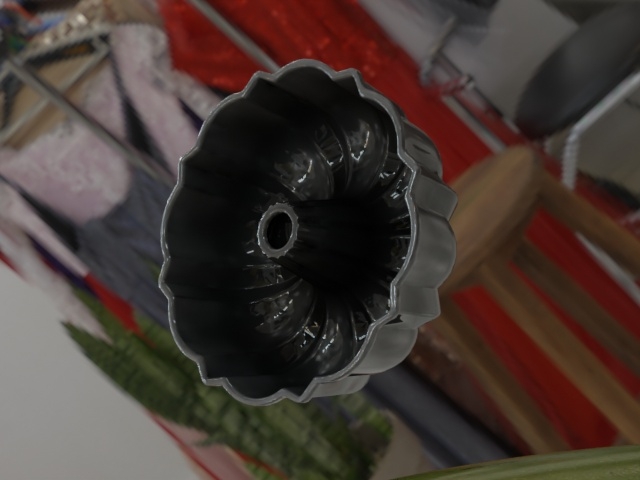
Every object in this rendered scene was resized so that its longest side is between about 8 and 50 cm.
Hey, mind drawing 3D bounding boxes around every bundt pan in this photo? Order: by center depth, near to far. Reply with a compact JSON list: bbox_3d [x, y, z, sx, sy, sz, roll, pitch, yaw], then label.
[{"bbox_3d":[0.000,0.000,1.331,0.331,0.124,0.331,-11,73,41],"label":"bundt pan"}]

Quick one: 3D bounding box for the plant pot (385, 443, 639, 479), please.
[{"bbox_3d":[0.098,0.214,0.668,0.275,0.293,0.275,-169,90,-71],"label":"plant pot"}]
